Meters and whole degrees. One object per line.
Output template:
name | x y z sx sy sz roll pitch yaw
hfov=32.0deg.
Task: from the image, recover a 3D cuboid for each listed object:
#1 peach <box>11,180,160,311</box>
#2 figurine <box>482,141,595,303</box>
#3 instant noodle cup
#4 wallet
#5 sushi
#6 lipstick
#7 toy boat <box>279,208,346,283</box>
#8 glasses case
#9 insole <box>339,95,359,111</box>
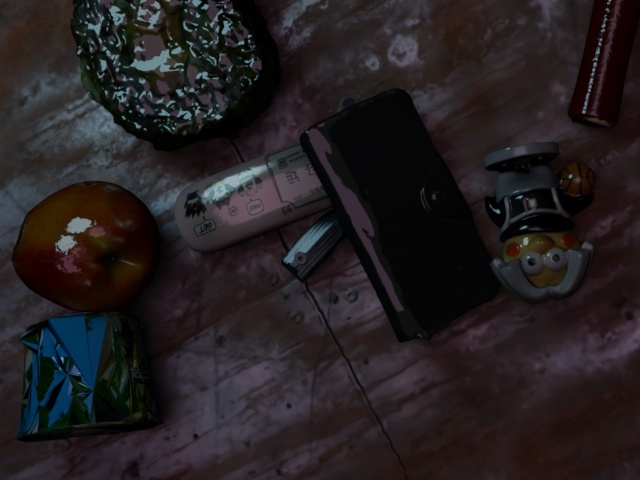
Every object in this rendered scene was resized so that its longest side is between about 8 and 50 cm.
peach | -0.373 0.012 1.771 0.243 0.243 0.200 -5 113 10
figurine | 0.339 -0.025 1.701 0.176 0.133 0.236 -9 83 12
instant noodle cup | -0.372 0.218 1.775 0.240 0.240 0.178 -10 78 9
wallet | 0.131 -0.040 1.744 0.197 0.051 0.378 -26 91 -9
sushi | -0.239 -0.317 1.788 0.294 0.178 0.352 -27 87 10
lipstick | 0.443 -0.296 1.719 0.080 0.080 0.241 12 90 10
toy boat | 0.000 0.000 1.795 0.055 0.060 0.141 42 88 9
glasses case | -0.086 -0.076 1.801 0.314 0.075 0.122 -20 86 6
insole | 0.080 -0.143 1.790 0.004 0.065 0.197 -31 82 50
